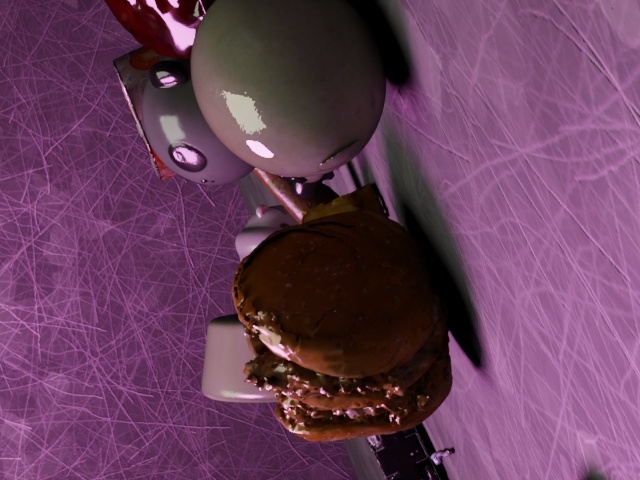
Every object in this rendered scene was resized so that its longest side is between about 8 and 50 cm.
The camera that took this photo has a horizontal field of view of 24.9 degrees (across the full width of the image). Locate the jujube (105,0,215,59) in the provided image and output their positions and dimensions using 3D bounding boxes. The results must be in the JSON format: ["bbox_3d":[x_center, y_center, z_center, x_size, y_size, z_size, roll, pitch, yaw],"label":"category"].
[{"bbox_3d":[-0.163,-0.371,1.627,0.258,0.258,0.377,62,177,37],"label":"jujube"}]

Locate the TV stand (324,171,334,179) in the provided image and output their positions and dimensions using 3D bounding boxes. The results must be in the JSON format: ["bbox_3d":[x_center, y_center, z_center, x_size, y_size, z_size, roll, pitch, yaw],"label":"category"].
[{"bbox_3d":[-0.052,-0.185,1.945,0.269,0.088,0.083,75,168,-49],"label":"TV stand"}]

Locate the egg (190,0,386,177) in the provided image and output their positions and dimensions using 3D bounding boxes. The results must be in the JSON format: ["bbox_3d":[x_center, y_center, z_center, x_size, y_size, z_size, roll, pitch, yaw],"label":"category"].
[{"bbox_3d":[-0.033,-0.165,1.431,0.253,0.186,0.186,-121,10,-46],"label":"egg"}]

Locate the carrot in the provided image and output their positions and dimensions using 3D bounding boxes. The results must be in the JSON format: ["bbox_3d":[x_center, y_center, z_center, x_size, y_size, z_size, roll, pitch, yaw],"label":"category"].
[{"bbox_3d":[-0.027,-0.064,1.900,0.342,0.070,0.070,48,173,1],"label":"carrot"}]

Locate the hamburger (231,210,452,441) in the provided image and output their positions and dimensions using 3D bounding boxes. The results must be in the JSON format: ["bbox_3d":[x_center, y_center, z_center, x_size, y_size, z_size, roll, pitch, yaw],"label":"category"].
[{"bbox_3d":[0.026,0.106,1.625,0.245,0.260,0.211,36,149,39],"label":"hamburger"}]

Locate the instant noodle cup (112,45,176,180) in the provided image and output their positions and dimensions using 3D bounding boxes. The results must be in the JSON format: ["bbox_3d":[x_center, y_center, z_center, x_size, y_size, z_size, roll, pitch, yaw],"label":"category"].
[{"bbox_3d":[-0.167,-0.220,2.138,0.243,0.231,0.243,158,90,-83],"label":"instant noodle cup"}]

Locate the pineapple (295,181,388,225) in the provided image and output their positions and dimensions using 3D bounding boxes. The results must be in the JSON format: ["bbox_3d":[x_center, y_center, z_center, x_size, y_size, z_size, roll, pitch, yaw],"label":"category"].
[{"bbox_3d":[0.036,-0.026,1.800,0.116,0.137,0.069,-30,84,42],"label":"pineapple"}]

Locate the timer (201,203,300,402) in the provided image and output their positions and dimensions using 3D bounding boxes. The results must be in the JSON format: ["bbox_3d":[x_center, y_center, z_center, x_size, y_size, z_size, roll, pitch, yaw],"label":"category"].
[{"bbox_3d":[-0.060,0.096,2.411,0.291,0.291,0.315,-167,74,-82],"label":"timer"}]

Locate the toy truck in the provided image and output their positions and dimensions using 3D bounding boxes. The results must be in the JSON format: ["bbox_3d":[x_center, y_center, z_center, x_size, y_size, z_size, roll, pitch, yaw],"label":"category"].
[{"bbox_3d":[0.133,0.350,2.270,0.121,0.088,0.259,65,180,-71],"label":"toy truck"}]

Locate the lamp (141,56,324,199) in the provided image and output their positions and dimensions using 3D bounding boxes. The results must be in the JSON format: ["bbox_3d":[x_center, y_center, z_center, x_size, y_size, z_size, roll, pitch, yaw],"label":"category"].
[{"bbox_3d":[-0.100,-0.144,1.769,0.244,0.198,0.198,24,169,2],"label":"lamp"}]

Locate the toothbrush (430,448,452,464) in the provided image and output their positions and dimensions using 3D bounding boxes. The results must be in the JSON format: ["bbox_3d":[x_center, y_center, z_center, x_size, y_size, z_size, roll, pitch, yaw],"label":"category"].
[{"bbox_3d":[0.178,0.316,2.129,0.019,0.013,0.193,59,172,10],"label":"toothbrush"}]
